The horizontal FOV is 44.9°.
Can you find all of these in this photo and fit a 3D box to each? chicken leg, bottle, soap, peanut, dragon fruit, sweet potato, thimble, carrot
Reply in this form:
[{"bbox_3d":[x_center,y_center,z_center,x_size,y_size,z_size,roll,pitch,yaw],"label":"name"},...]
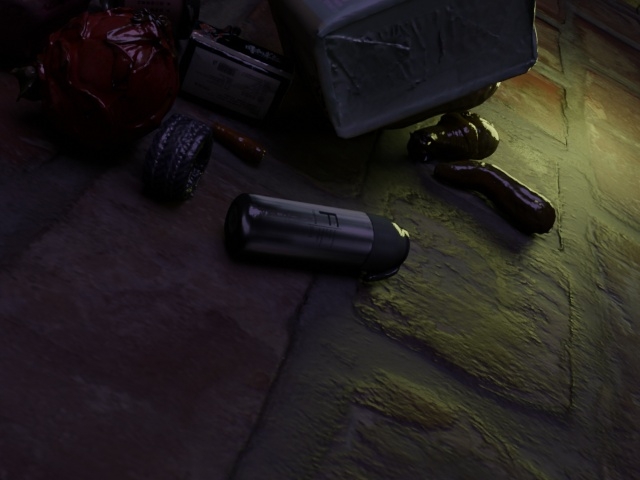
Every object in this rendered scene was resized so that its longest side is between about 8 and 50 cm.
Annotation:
[{"bbox_3d":[0.236,-0.191,1.423,0.227,0.088,0.103,-7,60,-33],"label":"chicken leg"},{"bbox_3d":[0.000,0.000,1.027,0.253,0.079,0.096,8,80,-28],"label":"bottle"},{"bbox_3d":[-0.445,-0.376,1.117,0.220,0.127,0.325,27,37,-2],"label":"soap"},{"bbox_3d":[0.183,-0.271,1.374,0.298,0.136,0.120,-18,75,-4],"label":"peanut"},{"bbox_3d":[-0.271,-0.203,0.985,0.172,0.209,0.172,-18,90,-75],"label":"dragon fruit"},{"bbox_3d":[0.313,-0.089,1.369,0.233,0.062,0.081,30,37,3],"label":"sweet potato"},{"bbox_3d":[-0.186,-0.106,1.009,0.066,0.095,0.104,22,72,3],"label":"thimble"},{"bbox_3d":[-0.122,-0.145,1.150,0.093,0.032,0.032,31,35,9],"label":"carrot"}]

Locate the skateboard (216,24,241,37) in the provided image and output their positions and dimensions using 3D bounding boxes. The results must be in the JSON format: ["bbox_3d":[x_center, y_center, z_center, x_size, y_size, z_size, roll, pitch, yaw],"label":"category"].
[{"bbox_3d":[-0.185,-0.332,1.313,0.080,0.067,0.151,16,32,-4],"label":"skateboard"}]

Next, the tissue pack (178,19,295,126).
[{"bbox_3d":[-0.135,-0.259,1.213,0.170,0.103,0.090,22,31,-13],"label":"tissue pack"}]

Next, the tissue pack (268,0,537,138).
[{"bbox_3d":[0.108,-0.361,1.245,0.331,0.205,0.405,-21,32,-3],"label":"tissue pack"}]

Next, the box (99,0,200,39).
[{"bbox_3d":[-0.281,-0.402,1.251,0.135,0.151,0.151,-7,50,-30],"label":"box"}]
